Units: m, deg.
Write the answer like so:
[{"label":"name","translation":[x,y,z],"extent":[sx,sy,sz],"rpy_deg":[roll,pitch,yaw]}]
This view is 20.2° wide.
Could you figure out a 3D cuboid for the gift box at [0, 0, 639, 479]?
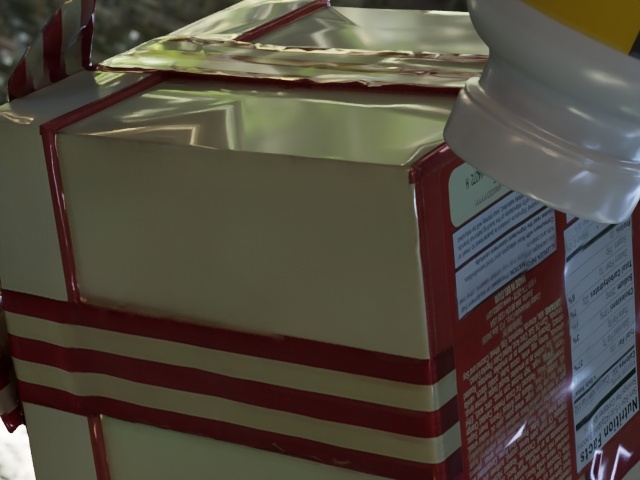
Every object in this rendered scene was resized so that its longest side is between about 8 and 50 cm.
[{"label":"gift box","translation":[0.000,0.000,0.843],"extent":[0.258,0.255,0.276],"rpy_deg":[6,-71,33]}]

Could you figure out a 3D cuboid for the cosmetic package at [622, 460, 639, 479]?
[{"label":"cosmetic package","translation":[0.168,0.086,1.120],"extent":[0.197,0.365,0.155],"rpy_deg":[-42,150,-70]}]

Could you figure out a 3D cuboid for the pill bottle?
[{"label":"pill bottle","translation":[0.113,-0.103,0.620],"extent":[0.184,0.103,0.103],"rpy_deg":[-66,-158,18]}]
